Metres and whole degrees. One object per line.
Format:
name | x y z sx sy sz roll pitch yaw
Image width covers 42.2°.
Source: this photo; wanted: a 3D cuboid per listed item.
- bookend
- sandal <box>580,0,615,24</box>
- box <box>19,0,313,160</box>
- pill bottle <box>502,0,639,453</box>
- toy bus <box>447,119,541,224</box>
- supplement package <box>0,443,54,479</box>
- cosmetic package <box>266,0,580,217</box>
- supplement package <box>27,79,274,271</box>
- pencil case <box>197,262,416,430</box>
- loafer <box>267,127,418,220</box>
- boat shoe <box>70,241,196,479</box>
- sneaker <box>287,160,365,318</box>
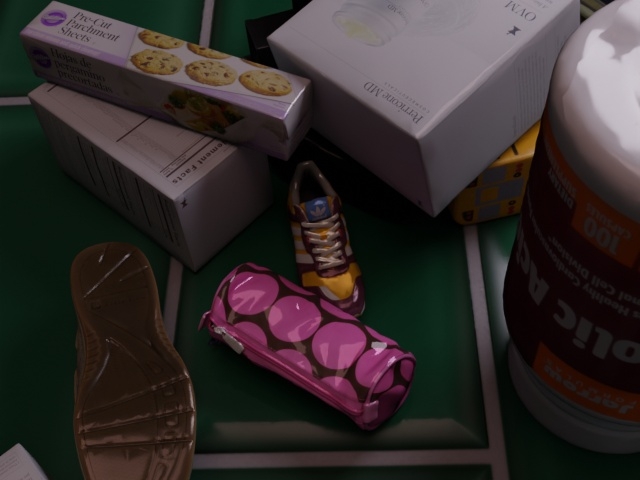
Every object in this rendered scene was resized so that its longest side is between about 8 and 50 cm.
bookend | -0.029 -0.279 1.050 0.157 0.156 0.072 -17 56 -7
sandal | 0.321 -0.284 1.056 0.303 0.086 0.120 29 32 2
box | -0.163 -0.171 0.874 0.324 0.063 0.067 21 56 17
pill bottle | 0.270 0.014 0.677 0.224 0.392 0.224 -2 54 3
toy bus | 0.173 -0.185 1.000 0.130 0.108 0.332 -13 55 -3
supplement package | -0.239 0.284 0.698 0.105 0.105 0.179 -35 59 -20
cosmetic package | 0.108 -0.186 0.863 0.225 0.138 0.224 -43 57 -11
supplement package | -0.190 -0.103 0.949 0.244 0.134 0.139 35 63 25
pencil case | -0.014 0.106 0.818 0.209 0.095 0.098 25 25 22
loafer | 0.028 -0.096 0.973 0.220 0.080 0.078 28 51 16
boat shoe | -0.187 0.143 0.803 0.109 0.098 0.302 -8 52 -18
sneaker | 0.000 0.000 0.894 0.069 0.084 0.185 -16 55 -7
